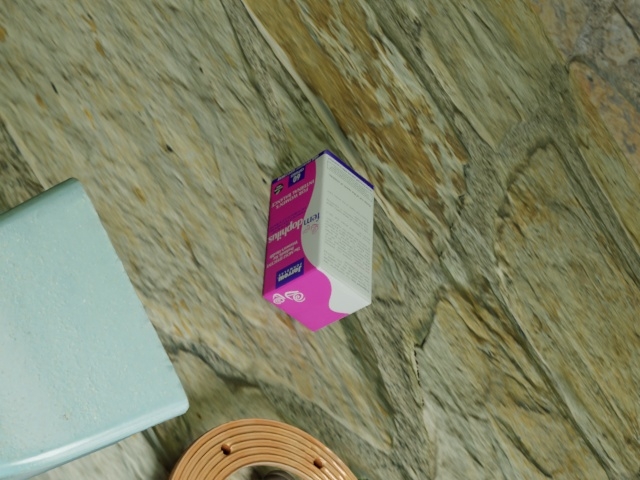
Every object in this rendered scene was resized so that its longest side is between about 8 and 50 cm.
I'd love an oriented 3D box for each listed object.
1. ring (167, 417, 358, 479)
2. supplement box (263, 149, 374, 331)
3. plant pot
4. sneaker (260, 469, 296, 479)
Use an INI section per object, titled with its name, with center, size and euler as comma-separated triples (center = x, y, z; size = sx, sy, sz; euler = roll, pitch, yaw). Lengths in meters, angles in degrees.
[ring]
center = -0.050, 0.369, 1.706
size = 0.336, 0.032, 0.337
euler = 24, 50, -31
[supplement box]
center = 0.000, 0.000, 2.068
size = 0.114, 0.111, 0.220
euler = 36, 40, -35
[plant pot]
center = -0.323, 0.122, 1.400
size = 0.252, 0.248, 0.247
euler = -25, 87, -31
[sneaker]
center = -0.022, 0.375, 1.801
size = 0.188, 0.066, 0.071
euler = 51, 32, 0
